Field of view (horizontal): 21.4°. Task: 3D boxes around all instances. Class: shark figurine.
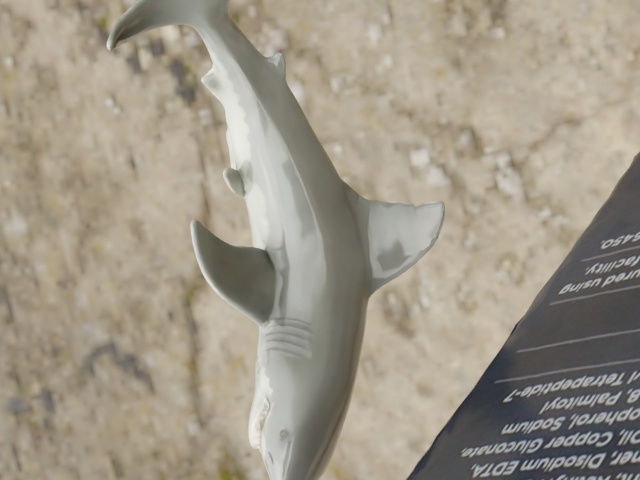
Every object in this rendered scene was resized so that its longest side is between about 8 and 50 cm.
[{"bbox_3d":[0.000,-0.027,0.854,0.116,0.166,0.278,-9,104,20],"label":"shark figurine"}]

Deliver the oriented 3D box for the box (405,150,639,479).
[{"bbox_3d":[0.232,0.263,0.584,0.297,0.472,0.480,-14,119,49],"label":"box"}]
